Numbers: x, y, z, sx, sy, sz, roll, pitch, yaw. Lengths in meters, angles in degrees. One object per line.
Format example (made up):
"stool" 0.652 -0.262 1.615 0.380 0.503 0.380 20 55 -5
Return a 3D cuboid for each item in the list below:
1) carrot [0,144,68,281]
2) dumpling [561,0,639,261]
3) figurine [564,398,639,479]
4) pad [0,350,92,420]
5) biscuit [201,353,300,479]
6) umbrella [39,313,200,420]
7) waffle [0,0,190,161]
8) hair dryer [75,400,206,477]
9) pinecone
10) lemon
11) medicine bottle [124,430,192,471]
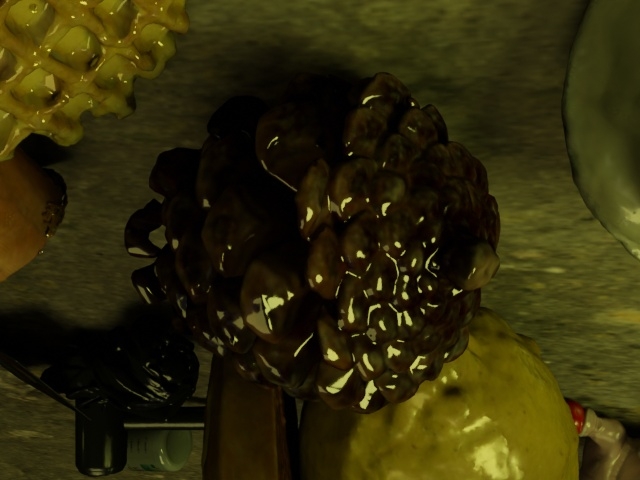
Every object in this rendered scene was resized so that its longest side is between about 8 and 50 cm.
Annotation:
"carrot" -0.338 -0.066 0.547 0.196 0.196 0.254 -5 145 23
"dumpling" 0.246 -0.082 0.396 0.227 0.243 0.175 12 -171 31
"figurine" 0.381 0.286 0.830 0.287 0.176 0.186 19 172 15
"pad" -0.388 0.165 0.951 0.211 0.003 0.143 9 145 44
"biscuit" -0.055 0.230 0.675 0.070 0.350 0.394 -6 -174 -1
"umbrella" -0.264 0.163 0.916 0.118 0.118 0.340 35 148 -29
"waffle" -0.181 -0.134 0.405 0.253 0.056 0.249 -21 153 -19
"hair dryer" -0.213 0.263 1.033 0.248 0.114 0.070 0 178 -4
"pinecone" 0.000 0.000 0.510 0.272 0.224 0.224 2 149 48
"lemon" 0.106 0.198 0.705 0.285 0.285 0.316 -19 104 37
"medicine bottle" -0.265 0.304 1.116 0.130 0.080 0.080 -8 140 26
